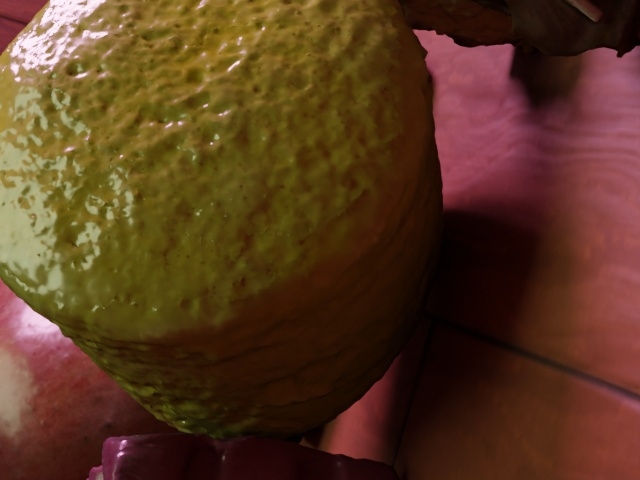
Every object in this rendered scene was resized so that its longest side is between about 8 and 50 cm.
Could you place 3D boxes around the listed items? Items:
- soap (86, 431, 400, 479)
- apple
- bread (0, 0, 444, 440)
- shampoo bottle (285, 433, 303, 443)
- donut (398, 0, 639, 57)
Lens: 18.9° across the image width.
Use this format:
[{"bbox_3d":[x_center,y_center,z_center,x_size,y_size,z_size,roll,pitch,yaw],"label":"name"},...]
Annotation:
[{"bbox_3d":[-0.069,0.314,1.366,0.128,0.233,0.359,120,160,-48],"label":"soap"},{"bbox_3d":[-0.220,0.165,1.978,0.269,0.345,0.345,-30,18,-3],"label":"apple"},{"bbox_3d":[-0.072,-0.025,1.445,0.308,0.348,0.348,73,-161,-55],"label":"bread"},{"bbox_3d":[0.000,0.000,1.731,0.134,0.078,0.359,-139,65,-79],"label":"shampoo bottle"},{"bbox_3d":[0.156,-0.257,1.334,0.345,0.136,0.259,-150,73,-73],"label":"donut"}]
